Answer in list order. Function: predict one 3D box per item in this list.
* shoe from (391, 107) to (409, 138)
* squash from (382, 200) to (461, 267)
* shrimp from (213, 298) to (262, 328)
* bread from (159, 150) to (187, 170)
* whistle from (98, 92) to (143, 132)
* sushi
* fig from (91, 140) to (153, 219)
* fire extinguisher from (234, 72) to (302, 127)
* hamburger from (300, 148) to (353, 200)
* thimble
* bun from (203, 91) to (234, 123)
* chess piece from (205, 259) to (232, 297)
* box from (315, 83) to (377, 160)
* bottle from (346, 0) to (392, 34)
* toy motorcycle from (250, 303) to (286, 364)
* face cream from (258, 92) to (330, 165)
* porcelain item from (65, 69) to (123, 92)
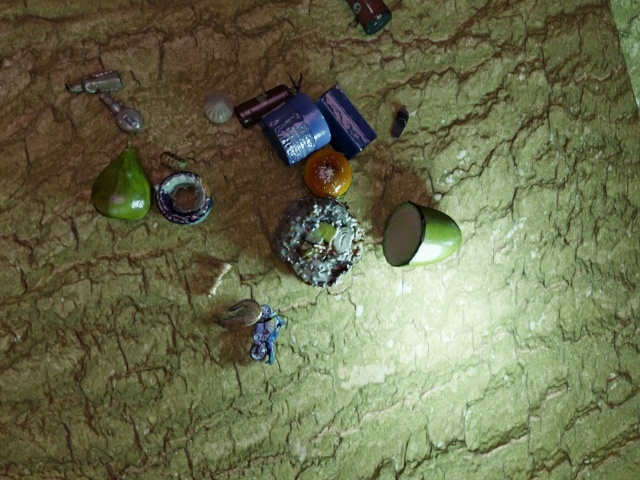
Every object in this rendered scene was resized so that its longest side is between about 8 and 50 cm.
[{"bbox_3d":[0.386,-0.563,2.064,0.062,0.053,0.159,23,87,-6],"label":"shoe"},{"bbox_3d":[0.490,-0.001,1.974,0.309,0.310,0.310,12,86,-25],"label":"squash"},{"bbox_3d":[-0.361,0.319,1.873,0.223,0.047,0.126,-12,59,6],"label":"shrimp"},{"bbox_3d":[-0.637,-0.341,1.849,0.110,0.060,0.066,28,68,-10],"label":"bread"},{"bbox_3d":[-0.839,-0.537,1.817,0.220,0.057,0.107,43,82,-5],"label":"whistle"},{"bbox_3d":[-0.001,-0.004,1.881,0.417,0.176,0.418,-2,103,-8],"label":"sushi"},{"bbox_3d":[-0.770,-0.220,1.738,0.233,0.233,0.314,33,78,-8],"label":"fig"},{"bbox_3d":[-0.217,-0.635,1.911,0.344,0.102,0.138,-31,121,-10],"label":"fire extinguisher"},{"bbox_3d":[0.036,-0.293,1.925,0.246,0.170,0.246,0,87,-9],"label":"hamburger"},{"bbox_3d":[-0.576,-0.178,1.811,0.237,0.150,0.237,0,89,-10],"label":"thimble"},{"bbox_3d":[-0.443,-0.588,1.879,0.138,0.094,0.138,1,85,-13],"label":"bun"},{"bbox_3d":[-0.448,0.171,1.873,0.060,0.060,0.172,28,85,-9],"label":"chess piece"},{"bbox_3d":[0.093,-0.505,1.895,0.116,0.261,0.279,-41,96,-8],"label":"box"},{"bbox_3d":[0.186,-1.139,1.995,0.144,0.144,0.336,-34,95,-10],"label":"bottle"},{"bbox_3d":[-0.228,0.412,1.888,0.135,0.092,0.254,11,84,-11],"label":"toy motorcycle"},{"bbox_3d":[-0.113,-0.473,1.863,0.225,0.249,0.249,-35,95,-7],"label":"face cream"},{"bbox_3d":[-0.945,-0.652,1.800,0.213,0.054,0.084,-18,89,-12],"label":"porcelain item"}]
